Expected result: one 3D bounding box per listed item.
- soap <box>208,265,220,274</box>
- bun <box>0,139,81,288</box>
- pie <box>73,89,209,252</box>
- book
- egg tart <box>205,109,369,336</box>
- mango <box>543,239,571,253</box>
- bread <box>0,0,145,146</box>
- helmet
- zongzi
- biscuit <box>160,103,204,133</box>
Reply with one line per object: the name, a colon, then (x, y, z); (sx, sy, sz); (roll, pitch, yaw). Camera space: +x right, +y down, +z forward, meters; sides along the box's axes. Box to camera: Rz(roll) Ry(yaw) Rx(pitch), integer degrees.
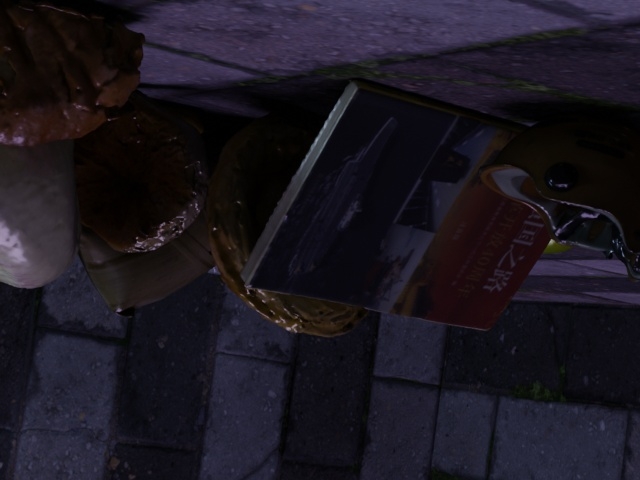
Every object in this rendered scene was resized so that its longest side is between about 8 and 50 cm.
soap: (0.000, 0.000, 2.680); (0.302, 0.159, 0.258); (13, 169, -29)
bun: (-0.387, -0.108, 1.821); (0.361, 0.213, 0.361); (32, 165, 10)
pie: (-0.217, -0.077, 1.937); (0.195, 0.195, 0.046); (5, -177, 27)
book: (0.119, -0.029, 1.872); (0.374, 0.262, 0.028); (12, -152, -37)
egg tart: (-0.031, -0.015, 1.957); (0.288, 0.288, 0.118); (12, 159, -39)
mango: (0.316, -0.029, 2.366); (0.117, 0.089, 0.163); (0, -173, 1)
bread: (-0.303, -0.156, 1.547); (0.261, 0.147, 0.160); (10, 171, -26)
helmet: (0.291, -0.060, 1.755); (0.224, 0.130, 0.198); (32, 172, 18)
zongzi: (-0.172, -0.093, 2.218); (0.418, 0.181, 0.447); (-25, -155, -6)
biscuit: (-0.250, -0.152, 2.071); (0.183, 0.039, 0.174); (11, 173, -20)
